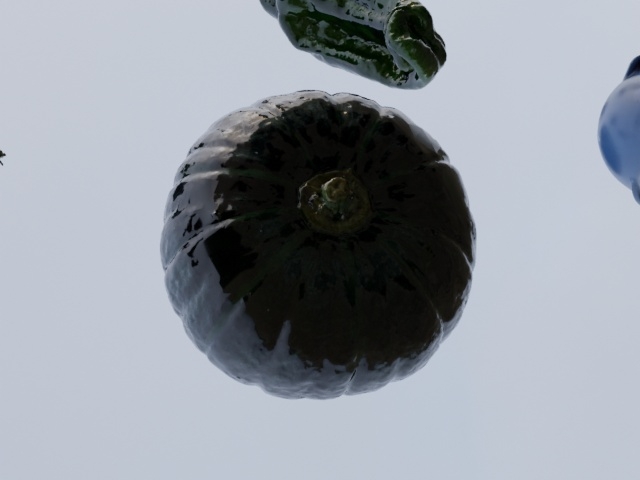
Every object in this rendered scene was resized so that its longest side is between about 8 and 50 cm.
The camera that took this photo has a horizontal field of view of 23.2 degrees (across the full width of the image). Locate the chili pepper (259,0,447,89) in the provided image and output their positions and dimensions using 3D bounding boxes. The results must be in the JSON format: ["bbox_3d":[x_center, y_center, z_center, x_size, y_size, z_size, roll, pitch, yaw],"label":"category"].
[{"bbox_3d":[0.022,-0.187,1.288,0.074,0.257,0.100,-31,-51,-23],"label":"chili pepper"}]

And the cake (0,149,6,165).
[{"bbox_3d":[-0.235,-0.020,0.868,0.055,0.051,0.140,43,-128,-11],"label":"cake"}]

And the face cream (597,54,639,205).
[{"bbox_3d":[0.259,-0.032,0.710,0.149,0.264,0.083,22,-101,-82],"label":"face cream"}]

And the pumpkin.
[{"bbox_3d":[0.000,0.000,0.951,0.202,0.140,0.202,6,-117,-13],"label":"pumpkin"}]
